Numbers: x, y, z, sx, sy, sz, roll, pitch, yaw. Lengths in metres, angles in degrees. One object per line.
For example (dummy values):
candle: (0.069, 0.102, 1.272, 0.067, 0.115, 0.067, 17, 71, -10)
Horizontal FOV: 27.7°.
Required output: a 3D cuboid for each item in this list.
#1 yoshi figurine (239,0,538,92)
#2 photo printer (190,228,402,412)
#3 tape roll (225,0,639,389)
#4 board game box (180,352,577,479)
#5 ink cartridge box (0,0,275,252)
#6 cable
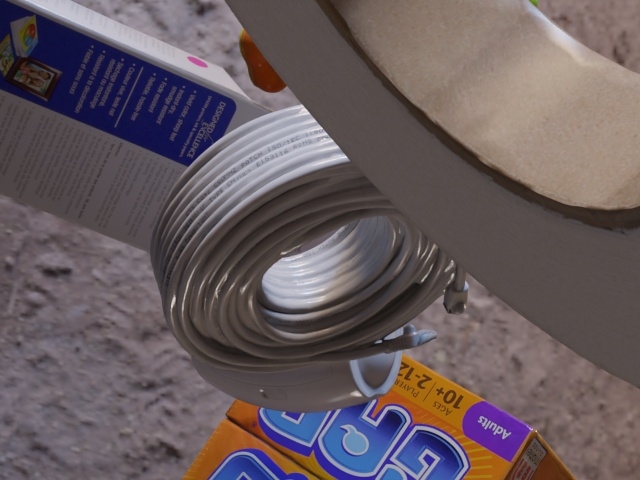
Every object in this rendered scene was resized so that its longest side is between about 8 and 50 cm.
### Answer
yoshi figurine: (0.101, -0.242, 1.595, 0.203, 0.362, 0.204, -28, 118, -58)
photo printer: (-0.030, 0.028, 1.383, 0.107, 0.256, 0.308, -1, 90, -50)
tape roll: (0.061, -0.103, 0.403, 0.072, 0.392, 0.392, -40, 127, -15)
board game box: (0.079, 0.358, 1.619, 0.356, 0.356, 0.356, -55, 143, -10)
ink cartridge box: (-0.212, -0.109, 1.142, 0.370, 0.069, 0.176, 23, 112, -14)
cable: (0.000, 0.000, 0.978, 0.257, 0.089, 0.257, -12, 143, -19)
